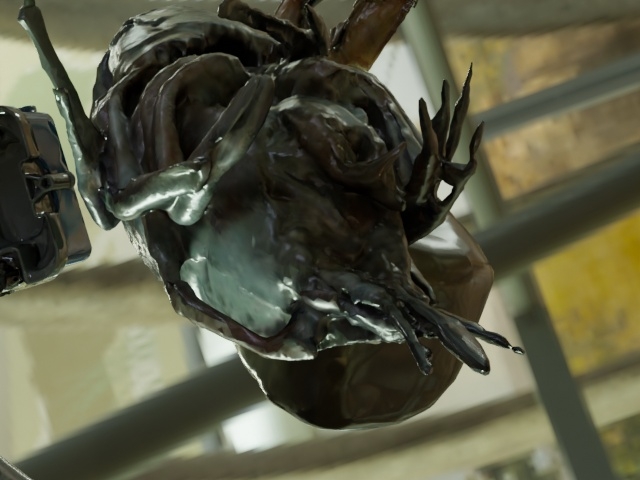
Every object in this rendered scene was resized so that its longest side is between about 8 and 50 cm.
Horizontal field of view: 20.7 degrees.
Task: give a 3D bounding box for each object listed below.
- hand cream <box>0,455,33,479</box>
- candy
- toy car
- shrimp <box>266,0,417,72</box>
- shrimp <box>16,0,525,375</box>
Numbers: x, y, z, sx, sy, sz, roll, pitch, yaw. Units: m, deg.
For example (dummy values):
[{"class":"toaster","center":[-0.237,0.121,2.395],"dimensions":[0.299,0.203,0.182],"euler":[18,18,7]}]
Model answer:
[{"class":"hand cream","center":[-0.276,0.149,1.116],"dimensions":[0.336,0.121,0.076],"euler":[35,144,9]},{"class":"candy","center":[0.000,0.000,0.896],"dimensions":[0.234,0.102,0.104],"euler":[52,129,53]},{"class":"toy car","center":[-0.212,-0.007,0.962],"dimensions":[0.100,0.191,0.097],"euler":[-14,-93,-73]},{"class":"shrimp","center":[0.019,-0.169,1.309],"dimensions":[0.045,0.162,0.095],"euler":[31,-163,-45]},{"class":"shrimp","center":[-0.039,-0.030,0.704],"dimensions":[0.372,0.172,0.137],"euler":[-161,77,-68]}]
